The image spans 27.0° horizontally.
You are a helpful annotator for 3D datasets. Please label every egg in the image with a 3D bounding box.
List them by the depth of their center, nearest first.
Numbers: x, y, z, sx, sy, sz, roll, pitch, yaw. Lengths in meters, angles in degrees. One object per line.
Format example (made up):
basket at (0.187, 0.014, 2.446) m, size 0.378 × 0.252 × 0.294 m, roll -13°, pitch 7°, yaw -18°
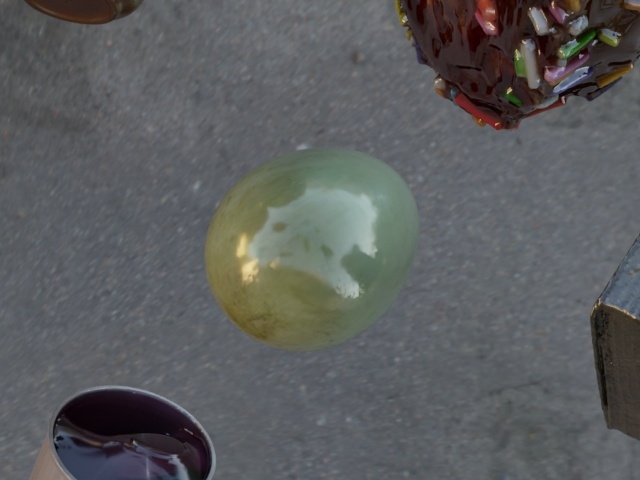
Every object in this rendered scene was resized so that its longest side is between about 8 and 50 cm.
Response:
egg at (0.000, 0.000, 1.495) m, size 0.218 × 0.218 × 0.295 m, roll 53°, pitch 43°, yaw -3°

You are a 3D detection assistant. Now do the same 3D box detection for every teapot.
teapot at (-0.192, -0.226, 1.087) m, size 0.129 × 0.098 × 0.078 m, roll 10°, pitch 68°, yaw -1°

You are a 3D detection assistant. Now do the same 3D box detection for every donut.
donut at (0.093, -0.164, 0.592) m, size 0.089 × 0.235 × 0.235 m, roll -7°, pitch 81°, yaw -13°

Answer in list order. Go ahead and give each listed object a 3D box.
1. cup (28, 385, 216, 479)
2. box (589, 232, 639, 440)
cup at (-0.276, 0.358, 1.638) m, size 0.208 × 0.273 × 0.288 m, roll 23°, pitch 28°, yaw -6°
box at (0.369, 0.091, 1.274) m, size 0.143 × 0.273 × 0.184 m, roll 26°, pitch 67°, yaw 29°
